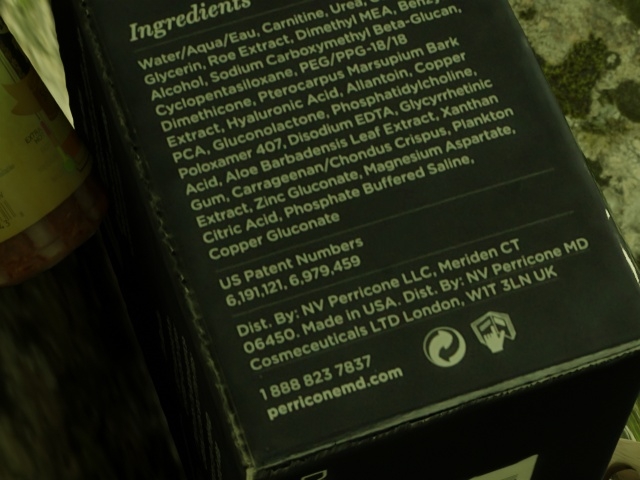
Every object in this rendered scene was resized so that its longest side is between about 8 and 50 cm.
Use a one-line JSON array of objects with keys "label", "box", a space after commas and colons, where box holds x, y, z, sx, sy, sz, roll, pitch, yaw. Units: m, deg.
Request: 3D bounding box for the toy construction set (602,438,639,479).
[{"label": "toy construction set", "box": [0.232, 0.182, 0.855, 0.309, 0.237, 0.257, 55, 14, -37]}]

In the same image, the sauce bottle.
[{"label": "sauce bottle", "box": [-0.093, -0.049, 0.431, 0.128, 0.042, 0.042, 60, 12, -24]}]

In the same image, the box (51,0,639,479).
[{"label": "box", "box": [0.000, 0.000, 0.482, 0.156, 0.093, 0.158, 93, -23, -64]}]
